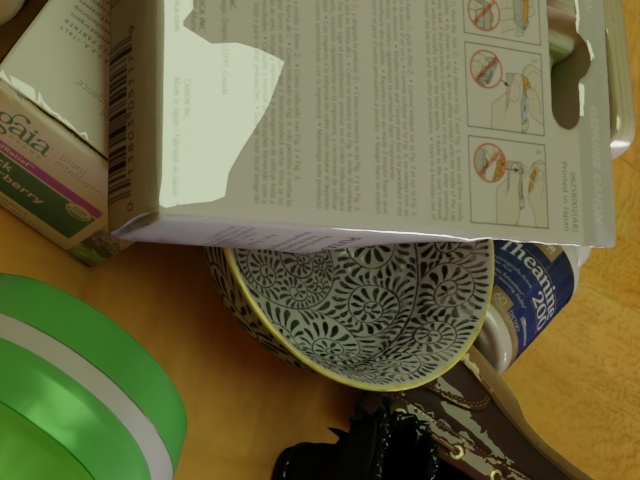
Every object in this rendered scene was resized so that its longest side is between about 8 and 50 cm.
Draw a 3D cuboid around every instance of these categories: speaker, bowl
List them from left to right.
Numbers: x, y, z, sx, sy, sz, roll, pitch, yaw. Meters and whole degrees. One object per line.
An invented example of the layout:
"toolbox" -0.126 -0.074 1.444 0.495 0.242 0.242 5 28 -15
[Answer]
"speaker" -0.165 0.151 0.383 0.131 0.131 0.296 44 53 -15
"bowl" 0.000 0.000 0.590 0.170 0.080 0.170 14 66 -32

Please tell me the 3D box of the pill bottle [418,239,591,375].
"pill bottle" 0.108 0.025 0.668 0.120 0.067 0.067 -39 97 -39

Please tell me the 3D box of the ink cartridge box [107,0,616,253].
"ink cartridge box" 0.023 -0.089 0.513 0.232 0.066 0.189 5 80 -34

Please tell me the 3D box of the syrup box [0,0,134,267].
"syrup box" -0.078 -0.112 0.565 0.093 0.096 0.237 38 57 -18

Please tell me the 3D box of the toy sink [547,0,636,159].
"toy sink" 0.065 -0.146 0.649 0.131 0.153 0.234 12 67 -32

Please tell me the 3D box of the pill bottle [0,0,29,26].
"pill bottle" -0.140 -0.224 0.541 0.130 0.130 0.246 36 55 -20

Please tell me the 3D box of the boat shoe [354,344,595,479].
"boat shoe" 0.100 0.141 0.619 0.207 0.073 0.073 45 54 -5

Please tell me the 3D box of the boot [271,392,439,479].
"boot" 0.009 0.137 0.532 0.045 0.099 0.121 26 59 -25
